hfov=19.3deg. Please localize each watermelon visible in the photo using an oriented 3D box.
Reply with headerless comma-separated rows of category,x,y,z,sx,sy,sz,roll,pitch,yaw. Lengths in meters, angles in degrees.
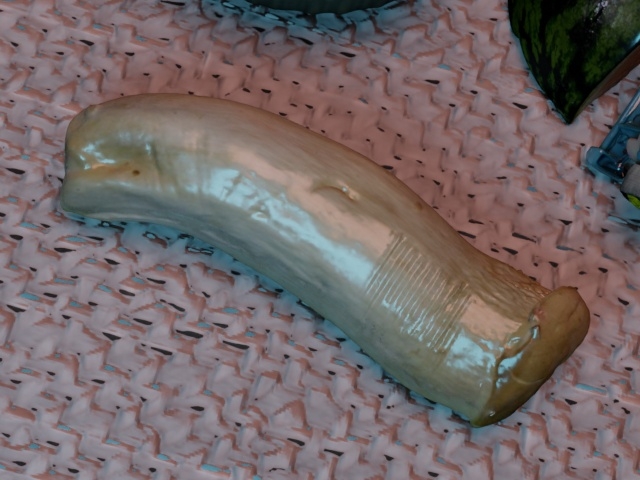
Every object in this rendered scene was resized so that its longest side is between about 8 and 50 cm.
watermelon,0.197,-0.198,1.307,0.145,0.137,0.193,47,109,12

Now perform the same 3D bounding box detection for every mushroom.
mushroom,0.000,0.000,1.189,0.351,0.095,0.122,27,81,5

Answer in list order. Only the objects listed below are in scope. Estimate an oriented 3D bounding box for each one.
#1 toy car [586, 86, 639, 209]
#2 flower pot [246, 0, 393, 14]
toy car,0.273,-0.053,1.272,0.161,0.098,0.126,33,90,-24
flower pot,-0.016,-0.248,1.266,0.243,0.157,0.189,15,62,-1
